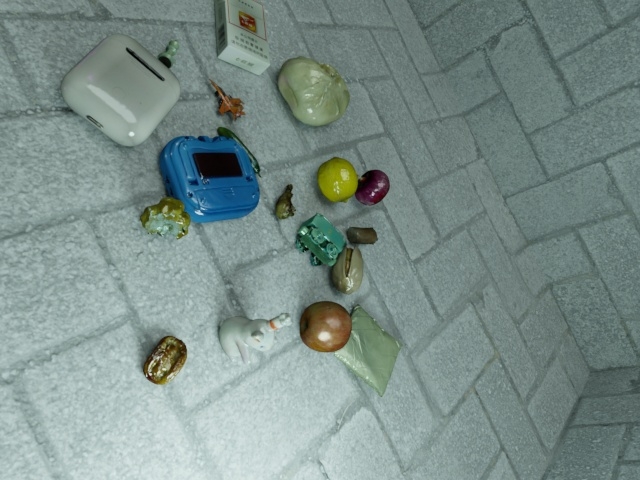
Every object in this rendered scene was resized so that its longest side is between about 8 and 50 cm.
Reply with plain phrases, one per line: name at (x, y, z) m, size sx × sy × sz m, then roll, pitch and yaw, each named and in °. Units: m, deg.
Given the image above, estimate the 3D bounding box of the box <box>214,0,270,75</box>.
box at (-0.335, -0.893, 2.046) m, size 0.210 × 0.095 × 0.329 m, roll 10°, pitch 63°, yaw -40°

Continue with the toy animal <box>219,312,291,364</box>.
toy animal at (-0.200, 0.303, 1.502) m, size 0.140 × 0.283 × 0.138 m, roll -44°, pitch 118°, yaw -43°

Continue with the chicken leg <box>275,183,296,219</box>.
chicken leg at (-0.131, -0.154, 1.922) m, size 0.093 × 0.070 × 0.178 m, roll 39°, pitch 39°, yaw -32°

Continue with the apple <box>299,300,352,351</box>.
apple at (0.016, 0.313, 1.752) m, size 0.174 × 0.188 × 0.188 m, roll 13°, pitch 62°, yaw -28°

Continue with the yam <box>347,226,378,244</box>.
yam at (0.185, -0.021, 2.140) m, size 0.127 × 0.084 × 0.084 m, roll -1°, pitch 72°, yaw -39°

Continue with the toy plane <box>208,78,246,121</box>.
toy plane at (-0.374, -0.550, 1.883) m, size 0.188 × 0.062 × 0.135 m, roll 42°, pitch 46°, yaw -2°

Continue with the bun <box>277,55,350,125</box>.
bun at (-0.016, -0.686, 2.162) m, size 0.361 × 0.213 × 0.360 m, roll 21°, pitch 56°, yaw -34°

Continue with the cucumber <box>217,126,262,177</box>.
cucumber at (-0.302, -0.342, 1.850) m, size 0.250 × 0.056 × 0.056 m, roll 49°, pitch 46°, yaw -14°

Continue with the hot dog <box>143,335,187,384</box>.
hot dog at (-0.445, 0.344, 1.392) m, size 0.099 × 0.065 × 0.147 m, roll 40°, pitch 50°, yaw -10°

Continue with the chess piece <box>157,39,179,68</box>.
chess piece at (-0.555, -0.700, 1.783) m, size 0.059 × 0.059 × 0.149 m, roll 33°, pitch 45°, yaw -28°

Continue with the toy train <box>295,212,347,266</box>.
toy train at (0.000, 0.000, 1.938) m, size 0.203 × 0.112 × 0.163 m, roll 47°, pitch 39°, yaw -19°

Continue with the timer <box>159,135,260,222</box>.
timer at (-0.376, -0.222, 1.685) m, size 0.340 × 0.115 × 0.308 m, roll -11°, pitch 76°, yaw -45°

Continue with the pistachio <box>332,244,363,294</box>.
pistachio at (0.114, 0.117, 1.979) m, size 0.152 × 0.127 × 0.222 m, roll 76°, pitch 19°, yaw -61°

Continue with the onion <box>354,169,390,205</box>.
onion at (0.236, -0.246, 2.216) m, size 0.153 × 0.178 × 0.177 m, roll 57°, pitch 37°, yaw -47°

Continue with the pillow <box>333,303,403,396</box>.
pillow at (0.194, 0.440, 1.939) m, size 0.281 × 0.076 × 0.274 m, roll 43°, pitch 45°, yaw -12°

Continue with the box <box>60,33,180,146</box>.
box at (-0.628, -0.486, 1.547) m, size 0.289 × 0.141 × 0.348 m, roll 39°, pitch 49°, yaw -23°

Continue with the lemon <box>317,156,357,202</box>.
lemon at (0.073, -0.260, 2.079) m, size 0.181 × 0.181 × 0.192 m, roll -23°, pitch 117°, yaw -46°

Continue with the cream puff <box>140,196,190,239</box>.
cream puff at (-0.482, -0.077, 1.503) m, size 0.156 × 0.121 × 0.156 m, roll 15°, pitch 22°, yaw -6°
